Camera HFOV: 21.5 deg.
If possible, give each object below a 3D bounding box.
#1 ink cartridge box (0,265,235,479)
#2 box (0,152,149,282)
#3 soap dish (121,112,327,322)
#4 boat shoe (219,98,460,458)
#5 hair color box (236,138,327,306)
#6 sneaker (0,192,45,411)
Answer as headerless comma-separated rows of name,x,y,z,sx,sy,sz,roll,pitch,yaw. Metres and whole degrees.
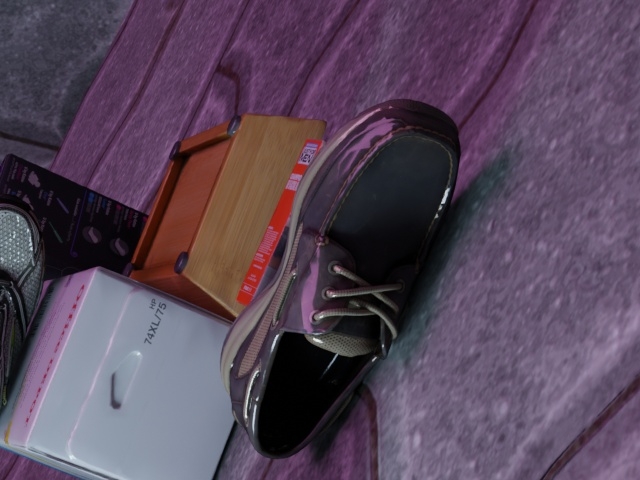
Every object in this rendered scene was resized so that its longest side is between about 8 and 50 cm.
ink cartridge box,-0.217,0.159,1.802,0.198,0.197,0.270,-69,17,-11
box,-0.312,0.038,2.114,0.165,0.270,0.143,-50,23,40
soap dish,-0.108,-0.020,1.858,0.291,0.118,0.229,-11,57,67
boat shoe,0.027,0.046,1.410,0.130,0.132,0.355,-104,32,-49
hair color box,0.000,0.000,1.563,0.167,0.093,0.053,-67,18,-3
sneaker,-0.365,0.118,1.785,0.146,0.134,0.343,17,92,67
